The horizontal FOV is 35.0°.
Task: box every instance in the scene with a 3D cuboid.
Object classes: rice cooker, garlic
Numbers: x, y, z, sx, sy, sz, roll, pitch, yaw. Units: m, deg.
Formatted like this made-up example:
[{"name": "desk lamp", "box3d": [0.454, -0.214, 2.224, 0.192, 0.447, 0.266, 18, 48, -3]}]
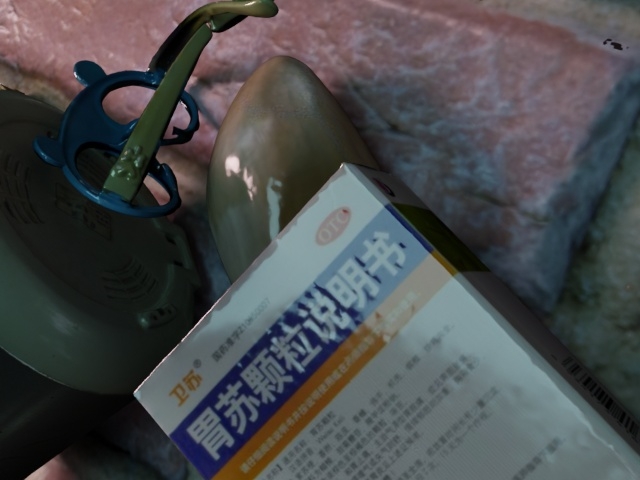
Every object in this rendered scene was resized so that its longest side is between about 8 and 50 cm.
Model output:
[{"name": "rice cooker", "box3d": [-0.272, 0.049, 0.798, 0.277, 0.288, 0.288, -36, 60, 22]}, {"name": "garlic", "box3d": [-0.008, 0.004, 0.746, 0.143, 0.112, 0.318, -34, 71, 19]}]

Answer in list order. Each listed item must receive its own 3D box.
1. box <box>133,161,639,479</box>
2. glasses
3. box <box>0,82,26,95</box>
[{"name": "box", "box3d": [0.063, 0.128, 0.602, 0.200, 0.106, 0.299, -47, 73, 14]}, {"name": "glasses", "box3d": [-0.098, -0.115, 0.786, 0.207, 0.102, 0.239, -26, 28, 18]}, {"name": "box", "box3d": [-0.308, -0.104, 1.006, 0.083, 0.035, 0.079, 37, 98, 35]}]
